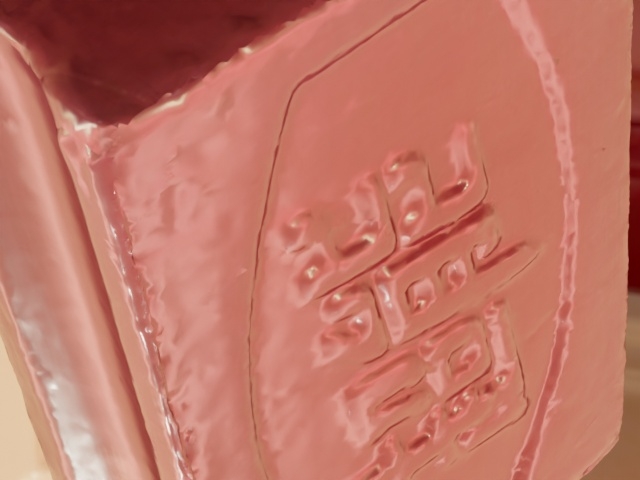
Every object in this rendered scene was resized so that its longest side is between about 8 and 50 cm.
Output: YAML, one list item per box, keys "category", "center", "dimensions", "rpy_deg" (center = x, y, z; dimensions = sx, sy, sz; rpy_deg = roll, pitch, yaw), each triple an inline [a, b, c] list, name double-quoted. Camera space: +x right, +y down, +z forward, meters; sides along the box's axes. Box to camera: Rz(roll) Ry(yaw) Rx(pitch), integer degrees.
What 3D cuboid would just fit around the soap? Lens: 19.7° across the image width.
- category: "soap"
  center: [0.000, 0.000, 0.694]
  dimensions: [0.233, 0.359, 0.128]
  rpy_deg: [-37, -127, -23]
